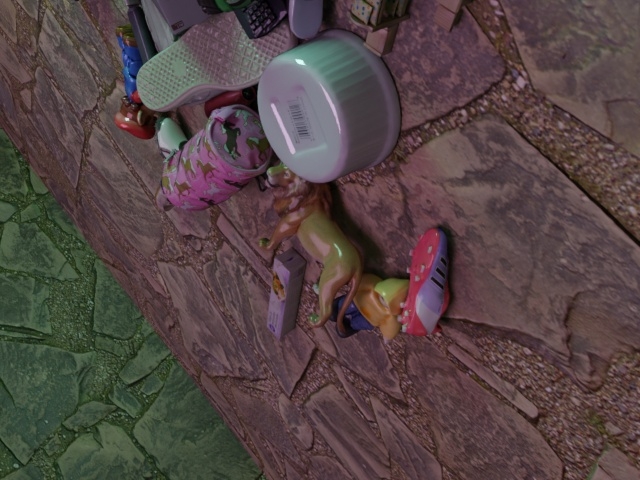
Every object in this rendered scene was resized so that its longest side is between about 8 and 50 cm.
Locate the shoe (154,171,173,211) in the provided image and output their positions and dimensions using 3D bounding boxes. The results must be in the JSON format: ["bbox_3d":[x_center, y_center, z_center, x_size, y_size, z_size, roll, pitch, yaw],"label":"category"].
[{"bbox_3d":[-0.486,-0.153,1.909,0.058,0.077,0.219,53,146,17],"label":"shoe"}]

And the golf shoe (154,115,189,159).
[{"bbox_3d":[-0.377,-0.236,1.698,0.120,0.105,0.272,-9,113,34],"label":"golf shoe"}]

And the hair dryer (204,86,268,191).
[{"bbox_3d":[-0.190,-0.271,1.438,0.224,0.080,0.293,34,150,15],"label":"hair dryer"}]

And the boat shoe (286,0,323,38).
[{"bbox_3d":[-0.021,-0.473,1.025,0.076,0.080,0.228,-115,24,-47],"label":"boat shoe"}]

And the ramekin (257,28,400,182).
[{"bbox_3d":[0.004,-0.243,1.118,0.277,0.135,0.277,33,140,33],"label":"ramekin"}]

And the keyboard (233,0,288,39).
[{"bbox_3d":[-0.141,-0.555,1.097,0.201,0.033,0.317,-28,93,36],"label":"keyboard"}]

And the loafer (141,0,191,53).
[{"bbox_3d":[-0.379,-0.561,1.393,0.111,0.112,0.319,15,129,37],"label":"loafer"}]

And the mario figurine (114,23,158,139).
[{"bbox_3d":[-0.490,-0.438,1.672,0.170,0.198,0.320,9,127,-1],"label":"mario figurine"}]

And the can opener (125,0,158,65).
[{"bbox_3d":[-0.429,-0.563,1.468,0.095,0.076,0.283,-4,106,45],"label":"can opener"}]

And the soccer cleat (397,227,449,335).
[{"bbox_3d":[0.221,0.084,1.169,0.083,0.095,0.248,-110,26,-58],"label":"soccer cleat"}]

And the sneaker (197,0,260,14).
[{"bbox_3d":[-0.153,-0.575,1.021,0.134,0.146,0.343,-79,-16,-77],"label":"sneaker"}]

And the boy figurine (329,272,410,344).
[{"bbox_3d":[0.122,0.154,1.335,0.177,0.092,0.285,61,151,1],"label":"boy figurine"}]

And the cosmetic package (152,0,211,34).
[{"bbox_3d":[-0.295,-0.530,1.212,0.238,0.127,0.107,52,171,45],"label":"cosmetic package"}]

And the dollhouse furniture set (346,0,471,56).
[{"bbox_3d":[0.126,-0.335,0.908,0.161,0.101,0.182,43,145,23],"label":"dollhouse furniture set"}]

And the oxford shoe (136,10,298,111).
[{"bbox_3d":[-0.224,-0.396,1.299,0.449,0.130,0.169,-11,99,37],"label":"oxford shoe"}]

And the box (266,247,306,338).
[{"bbox_3d":[-0.099,0.155,1.654,0.063,0.067,0.324,42,145,25],"label":"box"}]

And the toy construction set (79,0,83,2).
[{"bbox_3d":[-0.675,-0.778,1.594,0.215,0.151,0.327,-34,77,57],"label":"toy construction set"}]

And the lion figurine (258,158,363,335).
[{"bbox_3d":[0.000,0.000,1.303,0.392,0.142,0.240,51,125,9],"label":"lion figurine"}]

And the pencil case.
[{"bbox_3d":[-0.252,-0.184,1.391,0.386,0.167,0.160,-18,62,57],"label":"pencil case"}]
